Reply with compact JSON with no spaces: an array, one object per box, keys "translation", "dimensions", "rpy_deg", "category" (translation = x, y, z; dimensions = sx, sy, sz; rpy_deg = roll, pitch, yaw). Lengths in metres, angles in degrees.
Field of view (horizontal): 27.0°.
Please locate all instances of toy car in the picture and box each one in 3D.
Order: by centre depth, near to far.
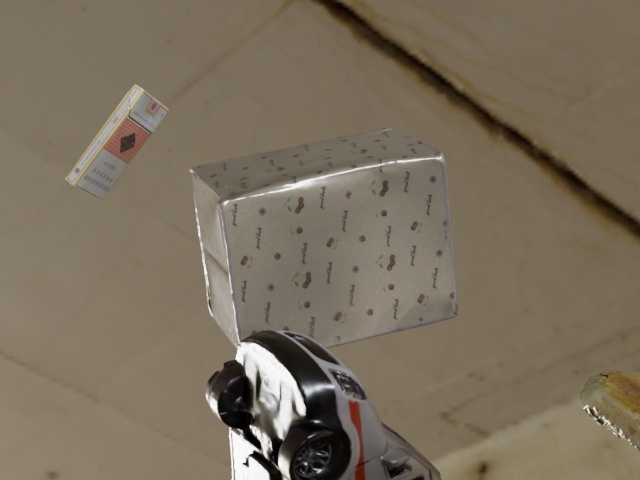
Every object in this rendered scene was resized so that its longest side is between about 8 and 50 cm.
[{"translation":[0.011,0.137,0.663],"dimensions":[0.108,0.089,0.210],"rpy_deg":[-13,-66,-26],"category":"toy car"}]

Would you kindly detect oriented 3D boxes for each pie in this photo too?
[{"translation":[0.341,0.178,1.261],"dimensions":[0.195,0.195,0.046],"rpy_deg":[14,-75,-21],"category":"pie"}]

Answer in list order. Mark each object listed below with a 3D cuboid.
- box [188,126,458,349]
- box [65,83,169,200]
[{"translation":[0.000,0.000,1.724],"dimensions":[0.297,0.190,0.225],"rpy_deg":[-13,-71,-17],"category":"box"},{"translation":[-0.144,-0.069,0.950],"dimensions":[0.012,0.083,0.046],"rpy_deg":[37,0,23],"category":"box"}]
